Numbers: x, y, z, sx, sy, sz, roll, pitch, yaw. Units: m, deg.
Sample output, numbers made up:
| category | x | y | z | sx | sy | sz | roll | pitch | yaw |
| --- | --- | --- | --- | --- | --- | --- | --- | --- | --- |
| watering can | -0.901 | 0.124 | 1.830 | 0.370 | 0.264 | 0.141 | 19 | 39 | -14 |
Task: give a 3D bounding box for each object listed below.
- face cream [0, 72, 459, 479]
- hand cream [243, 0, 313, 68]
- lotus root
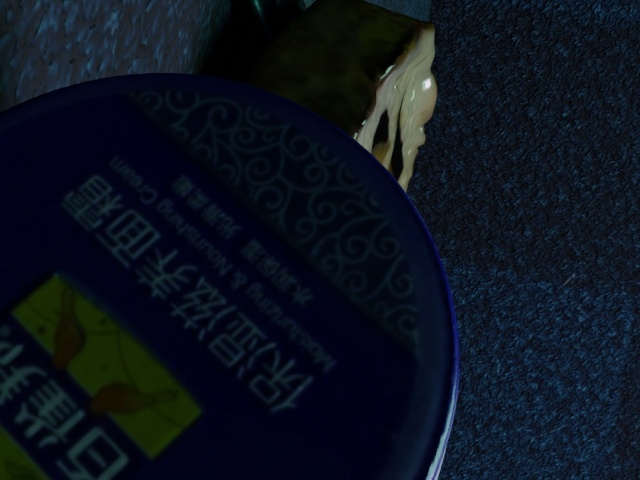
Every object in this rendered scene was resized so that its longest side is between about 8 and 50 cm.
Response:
| category | x | y | z | sx | sy | sz | roll | pitch | yaw |
| --- | --- | --- | --- | --- | --- | --- | --- | --- | --- |
| face cream | -0.057 | 0.053 | 0.381 | 0.111 | 0.205 | 0.206 | 90 | 12 | -63 |
| hand cream | -0.027 | -0.169 | 0.877 | 0.270 | 0.061 | 0.120 | 79 | 21 | -56 |
| lotus root | 0.000 | 0.000 | 0.862 | 0.375 | 0.111 | 0.391 | -26 | 132 | -68 |
